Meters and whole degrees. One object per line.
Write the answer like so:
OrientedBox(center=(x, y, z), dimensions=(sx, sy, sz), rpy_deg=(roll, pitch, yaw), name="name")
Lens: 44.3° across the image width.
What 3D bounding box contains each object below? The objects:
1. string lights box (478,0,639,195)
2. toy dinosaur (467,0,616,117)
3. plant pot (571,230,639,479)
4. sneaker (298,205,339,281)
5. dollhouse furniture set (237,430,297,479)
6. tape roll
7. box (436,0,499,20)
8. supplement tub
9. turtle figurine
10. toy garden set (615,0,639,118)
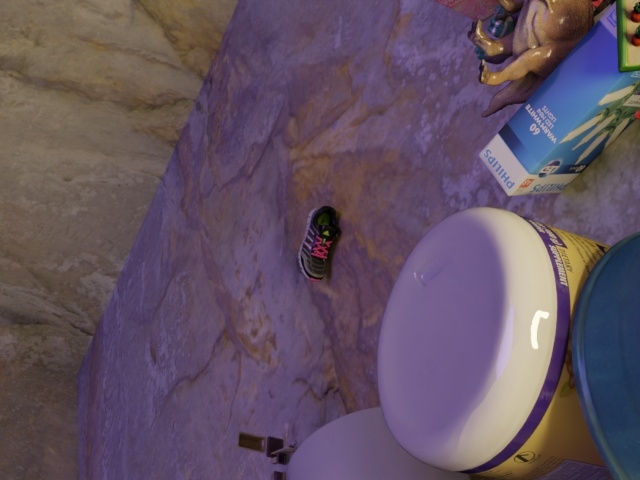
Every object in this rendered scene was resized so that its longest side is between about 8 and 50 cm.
OrientedBox(center=(0.333, -0.170, 0.983), dimensions=(0.260, 0.133, 0.077), rpy_deg=(-52, 58, 37), name="string lights box")
OrientedBox(center=(0.309, -0.273, 1.007), dimensions=(0.127, 0.200, 0.296), rpy_deg=(-98, 20, -62), name="toy dinosaur")
OrientedBox(center=(0.361, 0.073, 0.528), dimensions=(0.255, 0.271, 0.272), rpy_deg=(135, 143, -61), name="plant pot")
OrientedBox(center=(0.000, 0.000, 1.620), dimensions=(0.075, 0.063, 0.171), rpy_deg=(140, 143, -57), name="sneaker")
OrientedBox(center=(-0.104, 0.416, 1.537), dimensions=(0.081, 0.114, 0.091), rpy_deg=(-34, 44, 46), name="dollhouse furniture set")
OrientedBox(center=(0.088, 0.362, 1.049), dimensions=(0.246, 0.246, 0.169), rpy_deg=(-57, 31, 29), name="tape roll")
OrientedBox(center=(0.300, -0.486, 1.228), dimensions=(0.300, 0.142, 0.154), rpy_deg=(-19, 59, 59), name="box")
OrientedBox(center=(0.248, 0.121, 0.761), dimensions=(0.241, 0.331, 0.241), rpy_deg=(-48, 34, 48), name="supplement tub")
OrientedBox(center=(0.316, -0.330, 1.133), dimensions=(0.175, 0.118, 0.234), rpy_deg=(-42, 9, -12), name="turtle figurine")
OrientedBox(center=(0.426, -0.196, 0.785), dimensions=(0.244, 0.049, 0.204), rpy_deg=(-3, 82, 26), name="toy garden set")
